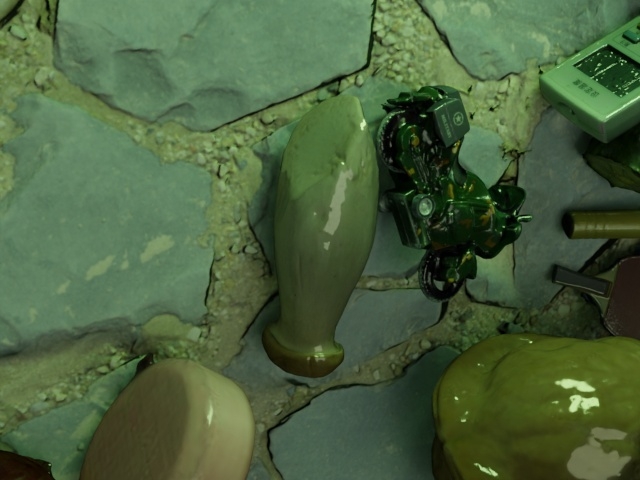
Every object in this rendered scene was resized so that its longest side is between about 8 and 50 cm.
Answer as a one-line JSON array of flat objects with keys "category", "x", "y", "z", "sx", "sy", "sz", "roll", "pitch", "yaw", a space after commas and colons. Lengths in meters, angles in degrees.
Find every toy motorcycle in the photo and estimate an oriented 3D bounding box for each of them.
[{"category": "toy motorcycle", "x": 0.163, "y": -0.071, "z": 1.427, "sx": 0.187, "sy": 0.125, "sz": 0.275, "roll": -33, "pitch": 117, "yaw": -27}]

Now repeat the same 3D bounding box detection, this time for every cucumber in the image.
[{"category": "cucumber", "x": 0.463, "y": -0.179, "z": 1.534, "sx": 0.134, "sy": 0.134, "sz": 0.244, "roll": 31, "pitch": 91, "yaw": -32}]

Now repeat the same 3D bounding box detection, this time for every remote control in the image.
[{"category": "remote control", "x": 0.458, "y": -0.252, "z": 1.478, "sx": 0.344, "sy": 0.145, "sz": 0.050, "roll": -32, "pitch": 131, "yaw": -8}]

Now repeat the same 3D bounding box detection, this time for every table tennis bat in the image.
[{"category": "table tennis bat", "x": 0.431, "y": 0.078, "z": 1.633, "sx": 0.220, "sy": 0.019, "sz": 0.130, "roll": 17, "pitch": 84, "yaw": -8}]

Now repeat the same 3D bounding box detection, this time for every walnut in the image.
[{"category": "walnut", "x": 0.336, "y": 0.291, "z": 1.547, "sx": 0.383, "sy": 0.383, "sz": 0.383, "roll": -10, "pitch": 114, "yaw": -23}]

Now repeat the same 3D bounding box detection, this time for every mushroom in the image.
[{"category": "mushroom", "x": 0.000, "y": 0.000, "z": 1.376, "sx": 0.128, "sy": 0.128, "sz": 0.350, "roll": 0, "pitch": 112, "yaw": -26}]

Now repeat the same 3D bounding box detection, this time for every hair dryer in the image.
[{"category": "hair dryer", "x": 0.473, "y": -0.037, "z": 1.616, "sx": 0.278, "sy": 0.090, "sz": 0.135, "roll": -1, "pitch": 84, "yaw": -13}]

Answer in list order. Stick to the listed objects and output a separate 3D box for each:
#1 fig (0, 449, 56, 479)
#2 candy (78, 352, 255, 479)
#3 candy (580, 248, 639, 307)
[{"category": "fig", "x": -0.362, "y": 0.324, "z": 1.299, "sx": 0.205, "sy": 0.205, "sz": 0.205, "roll": -10, "pitch": 114, "yaw": -23}, {"category": "candy", "x": -0.180, "y": 0.250, "z": 1.324, "sx": 0.094, "sy": 0.255, "sz": 0.255, "roll": 33, "pitch": 93, "yaw": -32}, {"category": "candy", "x": 0.522, "y": 0.151, "z": 1.722, "sx": 0.187, "sy": 0.077, "sz": 0.331, "roll": -36, "pitch": 116, "yaw": -12}]
